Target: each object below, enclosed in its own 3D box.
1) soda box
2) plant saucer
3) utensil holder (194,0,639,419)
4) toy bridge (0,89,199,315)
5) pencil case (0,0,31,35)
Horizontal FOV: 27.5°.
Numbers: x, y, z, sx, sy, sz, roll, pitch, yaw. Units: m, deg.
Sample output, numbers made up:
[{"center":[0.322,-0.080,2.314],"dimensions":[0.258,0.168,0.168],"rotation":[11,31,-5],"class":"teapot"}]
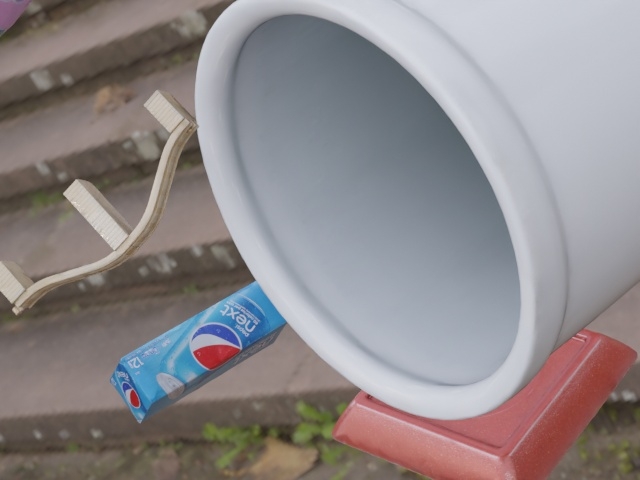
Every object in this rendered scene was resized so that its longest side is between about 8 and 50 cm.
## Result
[{"center":[-0.144,0.132,1.566],"dimensions":[0.210,0.067,0.071],"rotation":[-30,-14,-32],"class":"soda box"},{"center":[0.177,0.157,1.455],"dimensions":[0.259,0.047,0.258],"rotation":[15,47,39],"class":"plant saucer"},{"center":[0.156,-0.104,0.983],"dimensions":[0.385,0.327,0.328],"rotation":[-33,21,-30],"class":"utensil holder"},{"center":[-0.151,-0.015,0.911],"dimensions":[0.188,0.063,0.026],"rotation":[-46,-14,9],"class":"toy bridge"},{"center":[-0.317,-0.195,1.067],"dimensions":[0.284,0.124,0.124],"rotation":[-50,23,1],"class":"pencil case"}]
